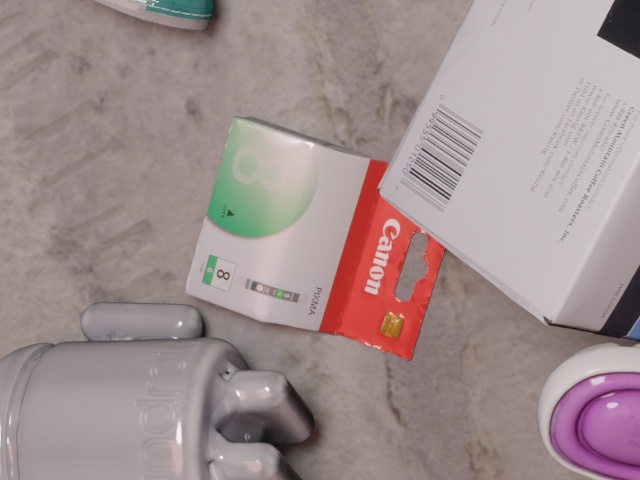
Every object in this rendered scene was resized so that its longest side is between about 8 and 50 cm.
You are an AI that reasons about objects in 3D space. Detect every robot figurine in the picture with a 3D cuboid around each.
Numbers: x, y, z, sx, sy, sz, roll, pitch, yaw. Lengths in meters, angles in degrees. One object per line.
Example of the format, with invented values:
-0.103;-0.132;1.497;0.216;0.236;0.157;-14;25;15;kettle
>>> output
-0.189;0.192;1.552;0.354;0.199;0.299;-4;57;16;robot figurine

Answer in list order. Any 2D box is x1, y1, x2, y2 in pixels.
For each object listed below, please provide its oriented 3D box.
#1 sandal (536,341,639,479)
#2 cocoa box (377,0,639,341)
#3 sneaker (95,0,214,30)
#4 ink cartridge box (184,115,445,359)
0.375;0.188;1.293;0.416;0.102;0.169;8;121;1;sandal
0.258;-0.117;1.330;0.231;0.228;0.347;39;109;43;cocoa box
-0.215;-0.309;1.545;0.302;0.108;0.121;33;109;12;sneaker
0.000;0.000;1.551;0.225;0.056;0.181;20;102;15;ink cartridge box
